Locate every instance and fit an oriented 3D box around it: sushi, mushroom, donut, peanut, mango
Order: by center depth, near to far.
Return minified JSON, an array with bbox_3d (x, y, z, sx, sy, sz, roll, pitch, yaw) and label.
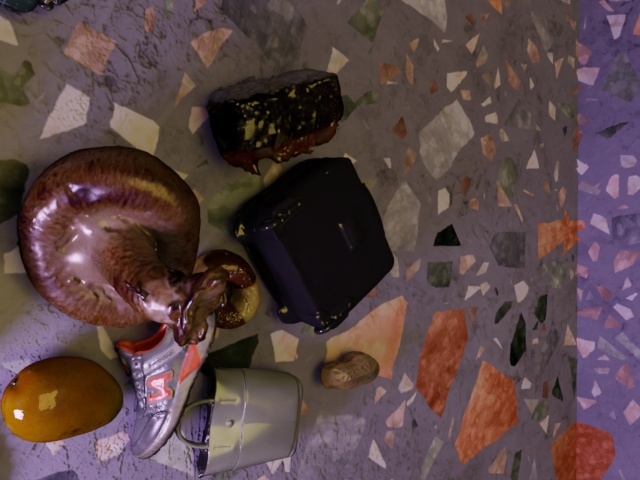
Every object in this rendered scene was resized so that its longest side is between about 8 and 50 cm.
[{"bbox_3d":[-0.352,0.037,1.053,0.334,0.331,0.356,11,47,-21],"label":"mushroom"},{"bbox_3d":[-0.467,0.287,1.123,0.221,0.120,0.151,0,96,-47],"label":"mango"},{"bbox_3d":[-0.208,0.112,1.341,0.166,0.073,0.184,-28,115,-21],"label":"donut"},{"bbox_3d":[-0.092,-0.283,1.375,0.343,0.196,0.181,-22,125,-32],"label":"sushi"},{"bbox_3d":[0.078,0.342,1.603,0.194,0.083,0.093,0,106,-41],"label":"peanut"}]

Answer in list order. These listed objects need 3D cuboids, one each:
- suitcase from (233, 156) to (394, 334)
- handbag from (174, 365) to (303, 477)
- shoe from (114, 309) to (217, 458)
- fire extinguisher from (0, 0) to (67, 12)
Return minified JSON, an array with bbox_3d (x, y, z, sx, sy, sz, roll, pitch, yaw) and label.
[{"bbox_3d":[0.000,0.000,1.450,0.339,0.188,0.345,-39,114,-30],"label":"suitcase"},{"bbox_3d":[-0.193,0.400,1.376,0.315,0.109,0.241,8,86,-35],"label":"handbag"},{"bbox_3d":[-0.342,0.268,1.225,0.171,0.132,0.336,24,89,-16],"label":"shoe"},{"bbox_3d":[-0.566,-0.459,1.013,0.311,0.114,0.095,15,122,-38],"label":"fire extinguisher"}]
